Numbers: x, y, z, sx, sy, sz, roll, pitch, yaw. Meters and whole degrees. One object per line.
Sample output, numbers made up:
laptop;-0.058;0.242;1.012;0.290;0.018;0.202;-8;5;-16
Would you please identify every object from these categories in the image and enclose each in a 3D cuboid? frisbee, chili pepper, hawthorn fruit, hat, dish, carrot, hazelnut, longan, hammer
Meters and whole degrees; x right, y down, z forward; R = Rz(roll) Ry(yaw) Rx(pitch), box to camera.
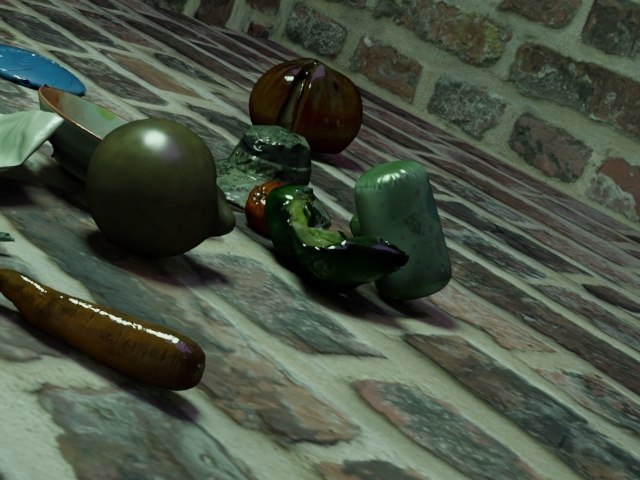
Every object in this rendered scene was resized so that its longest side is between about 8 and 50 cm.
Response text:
frisbee;-0.560;-0.337;2.290;0.242;0.045;0.242;22;13;-5
chili pepper;-0.003;0.005;1.729;0.148;0.116;0.264;4;23;-30
hawthorn fruit;-0.072;-0.046;1.871;0.093;0.093;0.093;21;13;-5
hat;-0.502;-0.171;1.577;0.258;0.168;0.301;42;-16;-14
dish;-0.301;-0.118;1.709;0.260;0.085;0.260;30;10;-6
carrot;-0.221;0.084;1.166;0.247;0.059;0.059;22;13;15
hazelnut;-0.028;-0.295;2.626;0.251;0.217;0.217;20;14;-7
hat;-0.086;-0.128;2.058;0.265;0.128;0.265;18;13;-4
longan;-0.197;-0.063;1.523;0.204;0.159;0.185;28;54;-22
hammer;0.094;-0.016;1.871;0.118;0.206;0.335;-14;4;-13

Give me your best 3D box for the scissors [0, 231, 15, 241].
scissors;-0.489;-0.030;1.228;0.256;0.029;0.383;30;18;34
